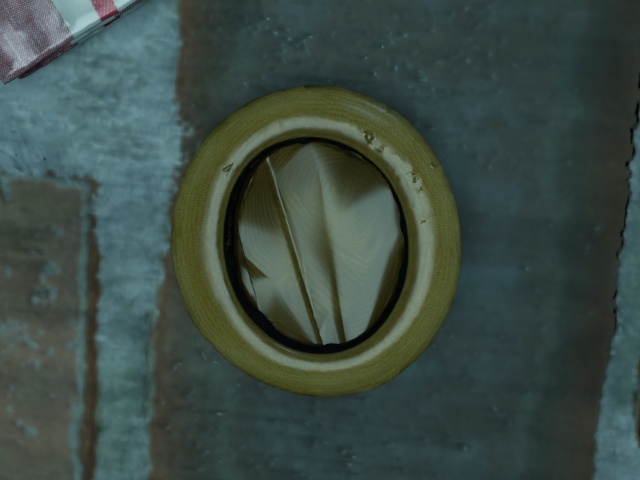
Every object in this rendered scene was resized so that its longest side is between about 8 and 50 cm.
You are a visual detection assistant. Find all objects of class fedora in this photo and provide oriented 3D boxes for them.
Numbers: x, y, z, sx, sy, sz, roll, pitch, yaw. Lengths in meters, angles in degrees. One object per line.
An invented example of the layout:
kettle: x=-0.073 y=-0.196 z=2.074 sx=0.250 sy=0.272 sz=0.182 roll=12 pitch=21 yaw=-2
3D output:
fedora: x=0.000 y=0.000 z=0.973 sx=0.194 sy=0.079 sz=0.194 roll=0 pitch=93 yaw=7

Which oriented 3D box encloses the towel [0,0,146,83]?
towel: x=-0.123 y=-0.280 z=0.964 sx=0.329 sy=0.037 sz=0.237 roll=-30 pitch=93 yaw=8
